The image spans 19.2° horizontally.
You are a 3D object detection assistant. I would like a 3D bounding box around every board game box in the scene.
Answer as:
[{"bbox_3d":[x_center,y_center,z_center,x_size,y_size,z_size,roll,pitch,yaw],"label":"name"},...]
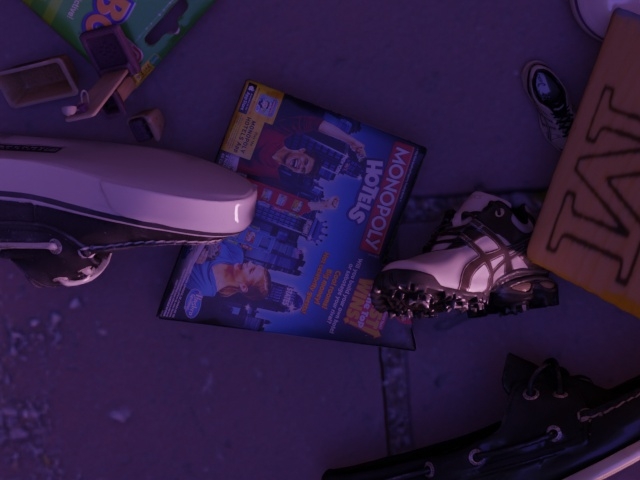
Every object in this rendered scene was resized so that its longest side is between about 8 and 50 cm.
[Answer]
[{"bbox_3d":[-0.198,-0.240,1.412,0.259,0.039,0.124,43,97,-4],"label":"board game box"},{"bbox_3d":[0.000,0.000,1.436,0.194,0.060,0.194,21,97,-5],"label":"board game box"}]

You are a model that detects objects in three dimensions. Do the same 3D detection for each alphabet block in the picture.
[{"bbox_3d":[0.293,-0.033,1.344,0.192,0.193,0.197,17,97,-25],"label":"alphabet block"}]

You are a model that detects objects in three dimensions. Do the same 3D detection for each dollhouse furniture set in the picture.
[{"bbox_3d":[-0.191,-0.091,1.398,0.114,0.081,0.091,-9,121,29],"label":"dollhouse furniture set"}]

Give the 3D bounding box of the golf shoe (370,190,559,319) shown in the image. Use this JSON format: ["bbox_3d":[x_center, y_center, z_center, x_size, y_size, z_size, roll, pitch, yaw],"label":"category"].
[{"bbox_3d":[0.100,0.011,1.394,0.077,0.198,0.093,-9,84,35],"label":"golf shoe"}]

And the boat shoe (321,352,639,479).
[{"bbox_3d":[0.152,0.143,1.428,0.340,0.127,0.113,-29,85,13],"label":"boat shoe"}]

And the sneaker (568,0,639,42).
[{"bbox_3d":[0.283,-0.259,1.353,0.102,0.161,0.282,35,98,-7],"label":"sneaker"}]

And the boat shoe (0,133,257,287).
[{"bbox_3d":[-0.190,-0.015,1.390,0.301,0.108,0.102,6,107,15],"label":"boat shoe"}]

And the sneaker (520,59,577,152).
[{"bbox_3d":[0.178,-0.097,1.436,0.032,0.037,0.083,-34,99,2],"label":"sneaker"}]
